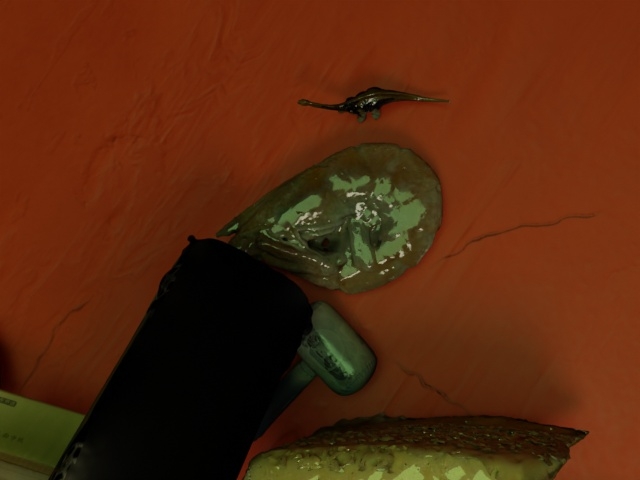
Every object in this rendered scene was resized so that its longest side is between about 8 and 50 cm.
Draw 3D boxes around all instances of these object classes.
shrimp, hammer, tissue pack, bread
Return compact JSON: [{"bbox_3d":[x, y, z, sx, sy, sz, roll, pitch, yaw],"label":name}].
[{"bbox_3d":[0.000,0.000,1.079,0.317,0.077,0.168,-30,81,5],"label":"shrimp"},{"bbox_3d":[-0.028,0.171,1.074,0.116,0.069,0.194,46,102,13],"label":"hammer"},{"bbox_3d":[-0.305,0.284,1.058,0.234,0.159,0.125,13,45,15],"label":"tissue pack"},{"bbox_3d":[0.095,0.316,0.931,0.315,0.248,0.279,4,83,22],"label":"bread"}]

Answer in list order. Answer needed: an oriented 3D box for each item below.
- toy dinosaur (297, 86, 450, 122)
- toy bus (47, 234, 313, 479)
[{"bbox_3d":[0.063,-0.167,1.101,0.180,0.058,0.037,-10,89,-2],"label":"toy dinosaur"},{"bbox_3d":[-0.156,0.197,0.932,0.171,0.162,0.386,30,50,-6],"label":"toy bus"}]
